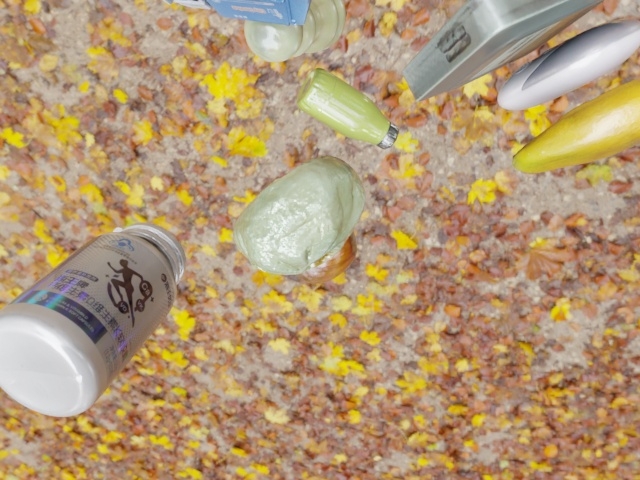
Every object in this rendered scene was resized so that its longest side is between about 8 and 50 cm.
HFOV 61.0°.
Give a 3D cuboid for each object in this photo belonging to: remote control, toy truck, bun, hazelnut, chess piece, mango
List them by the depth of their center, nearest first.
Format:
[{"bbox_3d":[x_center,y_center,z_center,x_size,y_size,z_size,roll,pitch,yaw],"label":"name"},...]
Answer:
[{"bbox_3d":[0.309,-0.124,0.626,0.187,0.101,0.066,-25,78,34],"label":"mango"},{"bbox_3d":[-0.019,-0.025,0.754,0.118,0.195,0.195,52,126,9],"label":"bun"},{"bbox_3d":[-0.169,-0.527,1.057,0.367,0.175,0.146,17,85,20],"label":"toy truck"},{"bbox_3d":[0.524,-0.369,1.163,0.104,0.221,0.332,61,157,-6],"label":"remote control"},{"bbox_3d":[-0.069,-0.519,1.298,0.182,0.330,0.183,10,122,17],"label":"chess piece"},{"bbox_3d":[-0.006,-0.003,1.385,0.209,0.186,0.210,2,128,3],"label":"hazelnut"}]

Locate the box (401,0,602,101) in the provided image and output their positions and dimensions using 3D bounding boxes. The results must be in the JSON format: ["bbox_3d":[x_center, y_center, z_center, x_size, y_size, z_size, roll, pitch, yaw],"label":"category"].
[{"bbox_3d":[0.411,-0.460,1.173,0.396,0.396,0.111,-27,92,-14],"label":"box"}]

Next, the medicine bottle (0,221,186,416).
[{"bbox_3d":[-0.203,0.059,0.507,0.106,0.191,0.107,7,120,12],"label":"medicine bottle"}]

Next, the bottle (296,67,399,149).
[{"bbox_3d":[0.074,-0.311,1.329,0.260,0.112,0.112,27,129,-21],"label":"bottle"}]
